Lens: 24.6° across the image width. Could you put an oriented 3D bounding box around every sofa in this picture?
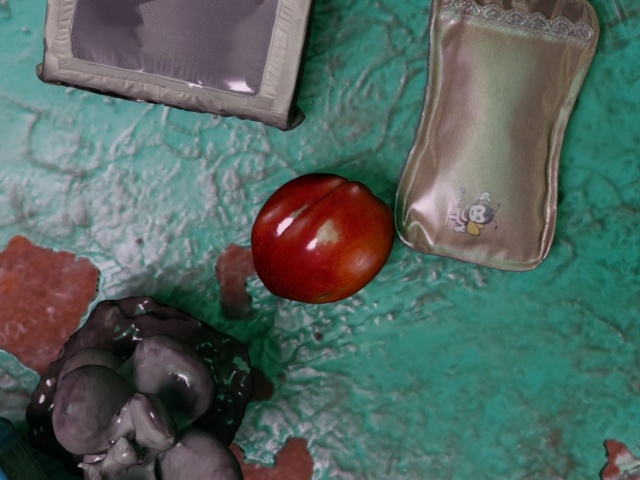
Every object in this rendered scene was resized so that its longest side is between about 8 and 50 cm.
[{"bbox_3d":[-0.090,-0.216,1.070,0.210,0.176,0.225,9,121,-1],"label":"sofa"}]

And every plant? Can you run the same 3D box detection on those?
[{"bbox_3d":[-0.123,0.120,0.988,0.146,0.274,0.149,20,93,-7],"label":"plant"}]

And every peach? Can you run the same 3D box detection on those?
[{"bbox_3d":[0.000,0.001,1.074,0.101,0.101,0.100,0,92,-1],"label":"peach"}]

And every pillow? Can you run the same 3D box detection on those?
[{"bbox_3d":[0.129,-0.090,1.100,0.130,0.033,0.217,13,92,-3],"label":"pillow"}]

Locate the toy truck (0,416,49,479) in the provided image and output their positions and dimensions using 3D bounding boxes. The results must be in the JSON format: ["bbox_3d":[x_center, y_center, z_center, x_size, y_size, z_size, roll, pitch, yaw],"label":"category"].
[{"bbox_3d":[-0.248,0.205,0.985,0.156,0.279,0.155,-33,92,-13],"label":"toy truck"}]
